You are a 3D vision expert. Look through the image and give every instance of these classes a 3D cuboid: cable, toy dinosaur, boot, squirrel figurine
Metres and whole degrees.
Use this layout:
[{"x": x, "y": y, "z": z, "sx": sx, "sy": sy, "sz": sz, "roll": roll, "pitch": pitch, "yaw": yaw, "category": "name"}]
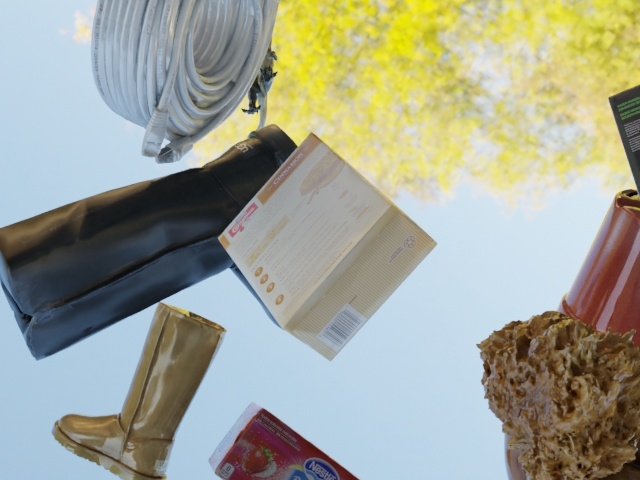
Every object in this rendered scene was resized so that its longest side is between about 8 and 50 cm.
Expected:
[{"x": -0.125, "y": -0.226, "z": 1.076, "sx": 0.089, "sy": 0.257, "sz": 0.257, "roll": 20, "pitch": -152, "yaw": 18, "category": "cable"}, {"x": -0.117, "y": -0.303, "z": 2.096, "sx": 0.064, "sy": 0.268, "sz": 0.118, "roll": 6, "pitch": -159, "yaw": -3, "category": "toy dinosaur"}, {"x": -0.281, "y": 0.223, "z": 1.668, "sx": 0.236, "sy": 0.269, "sz": 0.089, "roll": 21, "pitch": -178, "yaw": 27, "category": "boot"}, {"x": 0.322, "y": 0.281, "z": 1.268, "sx": 0.397, "sy": 0.281, "sz": 0.370, "roll": 57, "pitch": -159, "yaw": -16, "category": "squirrel figurine"}, {"x": -0.221, "y": 0.067, "z": 1.566, "sx": 0.445, "sy": 0.367, "sz": 0.146, "roll": -28, "pitch": -145, "yaw": -25, "category": "boot"}]

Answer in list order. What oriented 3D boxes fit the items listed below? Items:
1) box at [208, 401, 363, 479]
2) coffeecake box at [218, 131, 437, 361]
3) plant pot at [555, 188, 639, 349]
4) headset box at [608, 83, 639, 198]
[{"x": -0.032, "y": 0.367, "z": 1.616, "sx": 0.257, "sy": 0.122, "sz": 0.128, "roll": 38, "pitch": 170, "yaw": -6, "category": "box"}, {"x": 0.000, "y": 0.000, "z": 0.991, "sx": 0.068, "sy": 0.142, "sz": 0.185, "roll": 38, "pitch": -175, "yaw": -34, "category": "coffeecake box"}, {"x": 0.528, "y": 0.074, "z": 1.727, "sx": 0.272, "sy": 0.265, "sz": 0.272, "roll": 13, "pitch": -158, "yaw": -5, "category": "plant pot"}, {"x": 0.507, "y": -0.075, "z": 1.424, "sx": 0.246, "sy": 0.131, "sz": 0.283, "roll": 20, "pitch": -127, "yaw": -57, "category": "headset box"}]
